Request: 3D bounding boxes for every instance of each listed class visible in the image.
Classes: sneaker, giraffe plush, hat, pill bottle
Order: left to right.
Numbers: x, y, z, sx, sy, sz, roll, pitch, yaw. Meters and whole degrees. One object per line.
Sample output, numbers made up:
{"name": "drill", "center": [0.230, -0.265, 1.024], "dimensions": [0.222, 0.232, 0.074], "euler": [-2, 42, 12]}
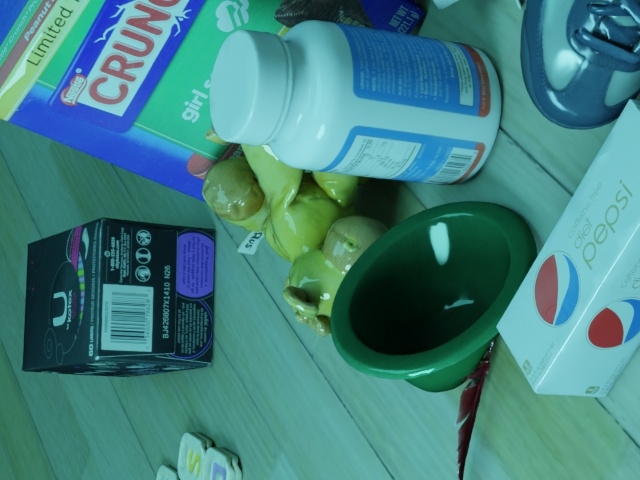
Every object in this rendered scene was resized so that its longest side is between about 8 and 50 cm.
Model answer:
{"name": "giraffe plush", "center": [0.000, 0.000, 1.408], "dimensions": [0.170, 0.181, 0.210], "euler": [62, 146, 35]}
{"name": "pill bottle", "center": [0.027, -0.116, 1.299], "dimensions": [0.124, 0.221, 0.124], "euler": [-19, 68, 59]}
{"name": "hat", "center": [0.117, 0.100, 1.304], "dimensions": [0.208, 0.183, 0.173], "euler": [-42, 39, -9]}
{"name": "sneaker", "center": [0.220, -0.204, 1.042], "dimensions": [0.131, 0.112, 0.319], "euler": [-95, 21, -63]}

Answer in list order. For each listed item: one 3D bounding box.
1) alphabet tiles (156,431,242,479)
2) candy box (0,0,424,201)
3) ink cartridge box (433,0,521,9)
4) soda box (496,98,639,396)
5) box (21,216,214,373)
{"name": "alphabet tiles", "center": [-0.141, 0.363, 1.740], "dimensions": [0.278, 0.021, 0.284], "euler": [18, 100, 61]}
{"name": "candy box", "center": [-0.111, -0.191, 1.406], "dimensions": [0.268, 0.317, 0.122], "euler": [-52, 39, 19]}
{"name": "ink cartridge box", "center": [0.088, -0.272, 1.286], "dimensions": [0.067, 0.115, 0.198], "euler": [-29, 64, 8]}
{"name": "soda box", "center": [0.208, 0.010, 1.102], "dimensions": [0.216, 0.069, 0.074], "euler": [-65, 34, 33]}
{"name": "box", "center": [-0.244, 0.073, 1.854], "dimensions": [0.270, 0.143, 0.165], "euler": [-15, 71, 61]}
